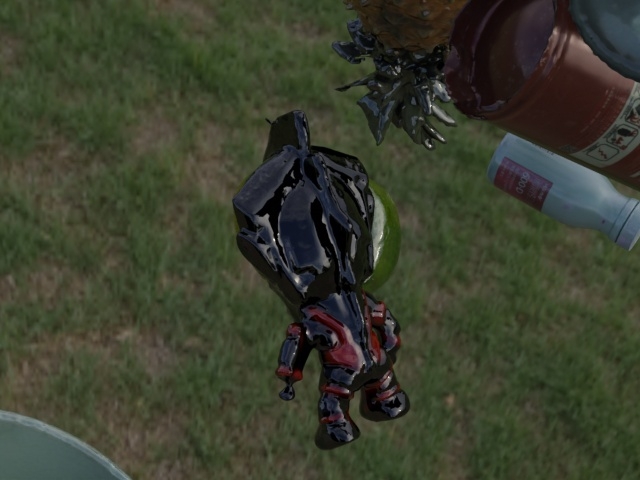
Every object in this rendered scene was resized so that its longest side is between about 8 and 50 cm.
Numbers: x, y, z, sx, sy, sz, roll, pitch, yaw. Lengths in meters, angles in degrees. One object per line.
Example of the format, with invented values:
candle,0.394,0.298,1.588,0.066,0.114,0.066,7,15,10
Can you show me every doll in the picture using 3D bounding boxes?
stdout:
doll,-0.002,0.027,0.983,0.088,0.249,0.127,-12,12,21

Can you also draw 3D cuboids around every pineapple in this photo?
pineapple,0.092,-0.216,1.273,0.169,0.340,0.169,-1,57,2

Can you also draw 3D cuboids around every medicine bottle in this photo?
medicine bottle,0.335,-0.067,1.768,0.216,0.090,0.090,31,52,16

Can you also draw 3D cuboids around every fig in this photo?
fig,0.000,0.000,1.782,0.203,0.235,0.203,1,83,-9

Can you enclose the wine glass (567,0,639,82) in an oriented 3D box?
wine glass,0.228,-0.178,0.774,0.103,0.103,0.231,28,38,15

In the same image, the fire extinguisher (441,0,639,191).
fire extinguisher,0.243,-0.059,0.875,0.337,0.106,0.147,20,51,-29

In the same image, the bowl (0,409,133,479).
bowl,-0.228,0.263,0.782,0.307,0.163,0.307,12,62,-23
